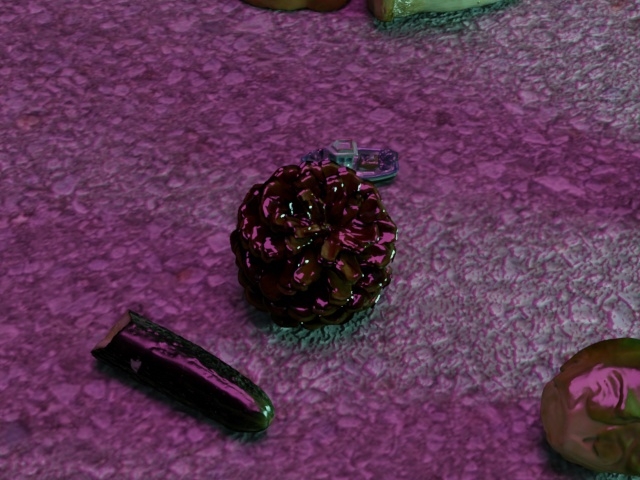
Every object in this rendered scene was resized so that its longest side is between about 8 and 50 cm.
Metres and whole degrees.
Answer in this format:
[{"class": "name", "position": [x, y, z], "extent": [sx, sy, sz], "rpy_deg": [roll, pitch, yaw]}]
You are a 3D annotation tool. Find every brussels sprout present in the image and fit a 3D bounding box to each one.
[{"class": "brussels sprout", "position": [0.349, 0.191, 1.590], "extent": [0.180, 0.144, 0.162], "rpy_deg": [11, 79, -12]}]

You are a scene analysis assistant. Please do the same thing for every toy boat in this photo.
[{"class": "toy boat", "position": [0.041, -0.113, 1.904], "extent": [0.140, 0.066, 0.059], "rpy_deg": [-1, 49, -6]}]

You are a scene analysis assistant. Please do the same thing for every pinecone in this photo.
[{"class": "pinecone", "position": [0.000, 0.000, 1.693], "extent": [0.221, 0.221, 0.221], "rpy_deg": [3, 45, -3]}]

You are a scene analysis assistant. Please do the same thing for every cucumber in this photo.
[{"class": "cucumber", "position": [-0.157, 0.157, 1.613], "extent": [0.241, 0.074, 0.074], "rpy_deg": [26, 48, 16]}]

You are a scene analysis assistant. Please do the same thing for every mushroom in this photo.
[{"class": "mushroom", "position": [0.228, -0.431, 2.224], "extent": [0.351, 0.095, 0.123], "rpy_deg": [-17, 32, -24]}]

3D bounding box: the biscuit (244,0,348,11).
[{"class": "biscuit", "position": [-0.049, -0.510, 2.295], "extent": [0.312, 0.057, 0.351], "rpy_deg": [25, 48, 16]}]
